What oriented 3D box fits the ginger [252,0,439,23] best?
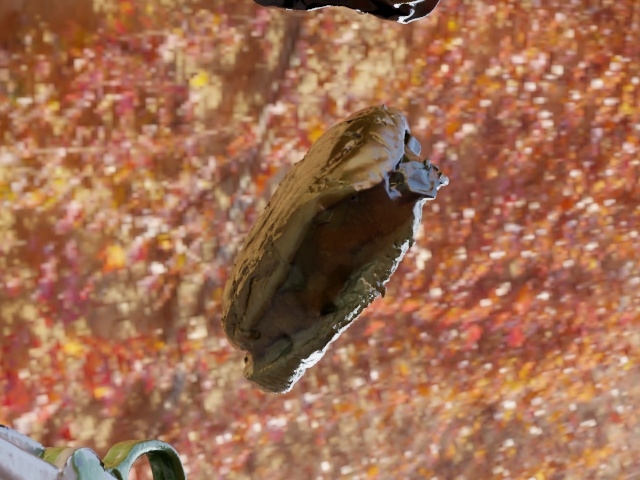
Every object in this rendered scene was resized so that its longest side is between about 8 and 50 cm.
[{"bbox_3d":[0.014,-0.350,1.363,0.223,0.269,0.201,90,2,-58],"label":"ginger"}]

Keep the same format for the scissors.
[{"bbox_3d":[-0.115,0.115,0.637,0.027,0.204,0.101,-7,-120,20],"label":"scissors"}]

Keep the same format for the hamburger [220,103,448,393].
[{"bbox_3d":[0.001,-0.001,1.355,0.134,0.285,0.265,42,-49,-5],"label":"hamburger"}]
